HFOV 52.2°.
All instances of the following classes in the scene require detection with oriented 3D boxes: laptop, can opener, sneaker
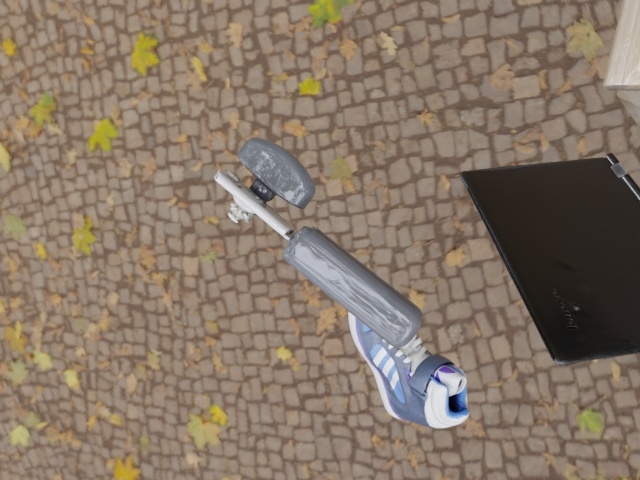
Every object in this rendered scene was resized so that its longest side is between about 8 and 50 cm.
[{"bbox_3d":[0.466,0.068,1.056,0.236,0.408,0.382,-30,45,17],"label":"laptop"},{"bbox_3d":[0.000,0.000,0.699,0.280,0.074,0.093,43,100,8],"label":"can opener"},{"bbox_3d":[0.205,0.241,1.374,0.236,0.130,0.323,-12,100,52],"label":"sneaker"}]

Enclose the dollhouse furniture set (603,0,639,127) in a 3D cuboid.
[{"bbox_3d":[0.529,-0.185,0.639,0.394,0.256,0.362,12,87,39],"label":"dollhouse furniture set"}]
